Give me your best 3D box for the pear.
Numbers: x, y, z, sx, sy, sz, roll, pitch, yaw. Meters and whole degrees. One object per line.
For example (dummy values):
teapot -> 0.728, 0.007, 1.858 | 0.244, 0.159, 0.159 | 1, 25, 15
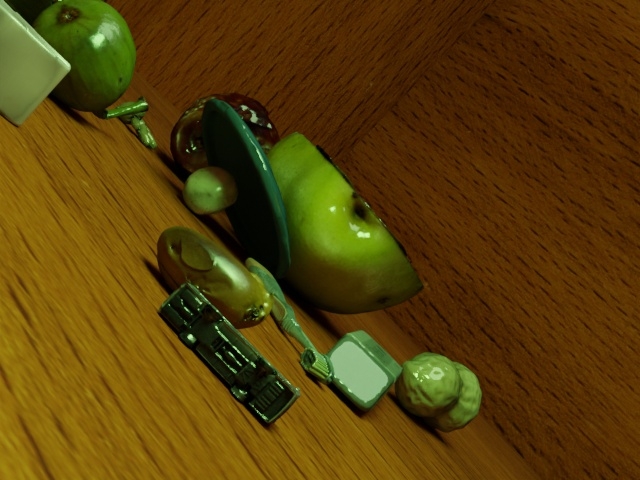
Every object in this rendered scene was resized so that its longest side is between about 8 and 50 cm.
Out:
pear -> 0.000, 0.000, 1.868 | 0.340, 0.191, 0.386 | 51, 1, 3

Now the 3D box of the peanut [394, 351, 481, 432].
peanut -> 0.192, 0.246, 1.824 | 0.123, 0.123, 0.257 | 45, 5, 23

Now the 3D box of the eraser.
eraser -> 0.056, 0.167, 1.479 | 0.089, 0.061, 0.352 | 45, 1, 6

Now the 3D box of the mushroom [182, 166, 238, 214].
mushroom -> -0.162, -0.070, 1.675 | 0.083, 0.084, 0.067 | 47, -20, 53

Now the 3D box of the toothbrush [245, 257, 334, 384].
toothbrush -> -0.047, 0.091, 1.418 | 0.037, 0.028, 0.375 | 35, 6, -24

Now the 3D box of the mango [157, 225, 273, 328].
mango -> -0.102, 0.035, 1.021 | 0.127, 0.063, 0.077 | 39, 6, 11

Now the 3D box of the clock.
clock -> -0.365, -0.237, 1.078 | 0.290, 0.080, 0.275 | 45, 2, -4

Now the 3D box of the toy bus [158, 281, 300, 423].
toy bus -> -0.071, 0.090, 0.894 | 0.131, 0.037, 0.052 | 44, -3, 13

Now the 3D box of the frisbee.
frisbee -> -0.101, -0.081, 1.705 | 0.289, 0.049, 0.289 | 56, -20, 33

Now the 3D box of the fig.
fig -> -0.312, -0.231, 1.488 | 0.142, 0.148, 0.186 | 31, -39, 9

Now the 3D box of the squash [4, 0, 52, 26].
squash -> -0.533, -0.463, 1.912 | 0.395, 0.107, 0.107 | 41, 4, -44

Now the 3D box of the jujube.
jujube -> -0.175, -0.174, 2.031 | 0.197, 0.197, 0.290 | 45, 11, 5

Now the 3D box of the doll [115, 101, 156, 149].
doll -> -0.316, -0.196, 1.943 | 0.061, 0.051, 0.093 | 40, 34, -73

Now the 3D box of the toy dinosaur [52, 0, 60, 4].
toy dinosaur -> -0.419, -0.453, 1.874 | 0.432, 0.097, 0.208 | 57, 32, 2
